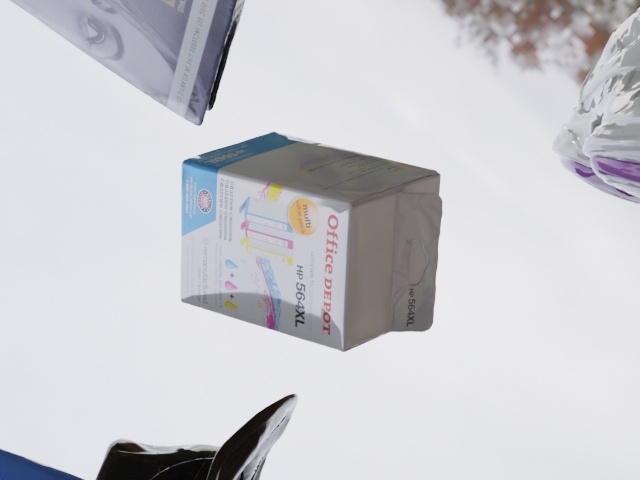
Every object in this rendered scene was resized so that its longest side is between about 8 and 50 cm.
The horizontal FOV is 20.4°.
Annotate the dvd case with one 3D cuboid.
[{"bbox_3d":[-0.139,-0.158,0.905,0.221,0.164,0.018,33,-116,3],"label":"dvd case"}]

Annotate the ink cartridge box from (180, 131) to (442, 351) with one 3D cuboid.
[{"bbox_3d":[0.000,0.000,1.038,0.143,0.092,0.090,15,-158,35],"label":"ink cartridge box"}]

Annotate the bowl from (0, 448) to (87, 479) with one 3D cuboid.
[{"bbox_3d":[-0.128,0.224,1.111,0.391,0.077,0.391,22,161,8],"label":"bowl"}]

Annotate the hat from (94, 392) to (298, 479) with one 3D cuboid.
[{"bbox_3d":[-0.151,0.251,1.570,0.134,0.331,0.331,26,-160,10],"label":"hat"}]

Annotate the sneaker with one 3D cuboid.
[{"bbox_3d":[0.211,-0.090,1.006,0.114,0.152,0.305,22,-176,-10],"label":"sneaker"}]
